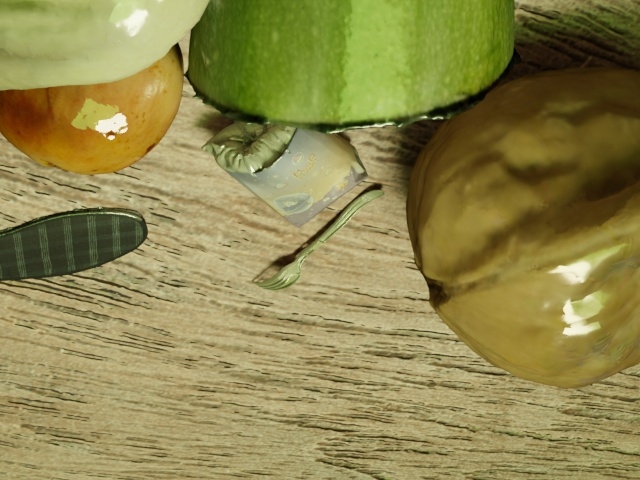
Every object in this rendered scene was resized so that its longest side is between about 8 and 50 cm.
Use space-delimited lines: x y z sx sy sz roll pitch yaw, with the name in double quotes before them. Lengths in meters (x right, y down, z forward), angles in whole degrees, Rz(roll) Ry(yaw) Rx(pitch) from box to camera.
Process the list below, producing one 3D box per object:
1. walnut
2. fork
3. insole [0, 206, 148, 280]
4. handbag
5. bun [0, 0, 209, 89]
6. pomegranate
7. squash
"walnut" 0.288 -0.017 1.312 0.384 0.383 0.383 -11 139 -10
"fork" 0.001 0.005 1.455 0.219 0.028 0.034 -38 133 22
"insole" -0.356 0.015 1.340 0.310 0.012 0.110 -9 140 -13
"handbag" -0.038 -0.090 1.285 0.117 0.095 0.173 -38 140 16
"bun" -0.215 -0.280 0.882 0.361 0.361 0.213 -35 176 18
"pomegranate" -0.218 -0.154 1.073 0.191 0.191 0.191 -11 139 -10
"squash" 0.017 -0.288 0.984 0.310 0.310 0.308 -10 118 -10
